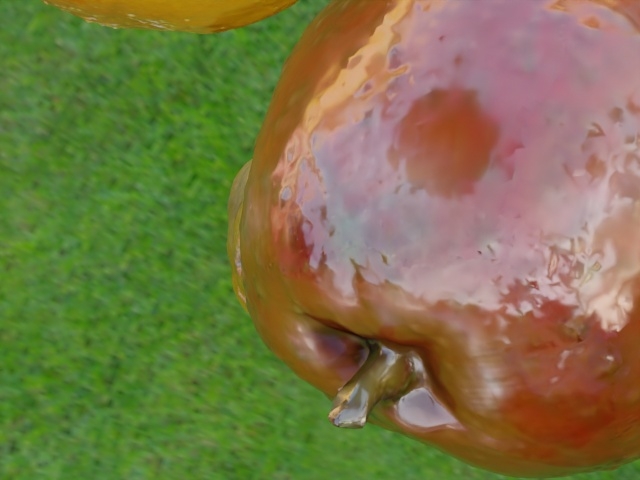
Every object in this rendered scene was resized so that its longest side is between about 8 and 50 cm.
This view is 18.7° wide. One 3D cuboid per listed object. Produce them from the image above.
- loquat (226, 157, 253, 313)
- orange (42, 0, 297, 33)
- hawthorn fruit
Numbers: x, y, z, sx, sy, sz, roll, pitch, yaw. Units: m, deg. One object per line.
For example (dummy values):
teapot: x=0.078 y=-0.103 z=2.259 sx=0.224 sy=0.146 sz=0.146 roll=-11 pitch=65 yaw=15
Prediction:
loquat: x=0.000 y=0.000 z=1.196 sx=0.113 sy=0.137 sz=0.137 roll=-31 pitch=67 yaw=30
orange: x=-0.045 y=-0.160 z=0.680 sx=0.161 sy=0.193 sz=0.193 roll=30 pitch=88 yaw=14
hawthorn fruit: x=0.091 y=-0.012 z=0.939 sx=0.275 sy=0.275 sz=0.299 roll=23 pitch=55 yaw=24
